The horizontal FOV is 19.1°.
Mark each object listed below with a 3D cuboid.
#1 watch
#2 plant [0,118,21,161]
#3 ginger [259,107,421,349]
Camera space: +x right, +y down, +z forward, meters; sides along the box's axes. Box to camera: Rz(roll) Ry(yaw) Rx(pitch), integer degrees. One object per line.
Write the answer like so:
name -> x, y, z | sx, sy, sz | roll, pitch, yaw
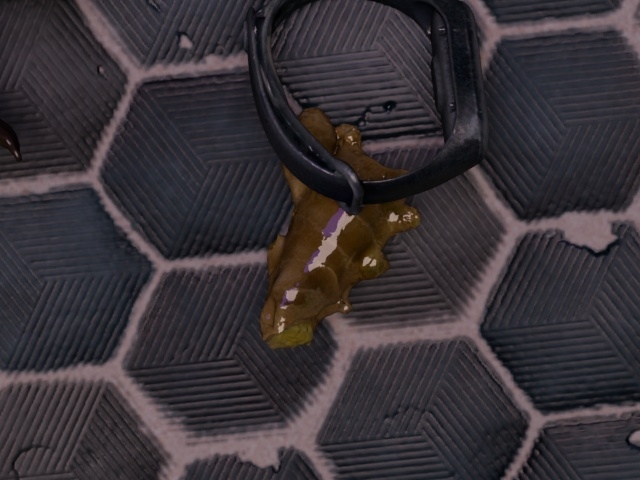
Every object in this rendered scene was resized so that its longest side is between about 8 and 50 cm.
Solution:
watch -> 0.036, -0.122, 1.547 | 0.193, 0.068, 0.206 | -3, 69, -4
plant -> -0.379, -0.149, 1.542 | 0.204, 0.178, 0.234 | -20, 106, -7
ginger -> 0.014, -0.004, 1.590 | 0.115, 0.081, 0.205 | 12, 87, -19
